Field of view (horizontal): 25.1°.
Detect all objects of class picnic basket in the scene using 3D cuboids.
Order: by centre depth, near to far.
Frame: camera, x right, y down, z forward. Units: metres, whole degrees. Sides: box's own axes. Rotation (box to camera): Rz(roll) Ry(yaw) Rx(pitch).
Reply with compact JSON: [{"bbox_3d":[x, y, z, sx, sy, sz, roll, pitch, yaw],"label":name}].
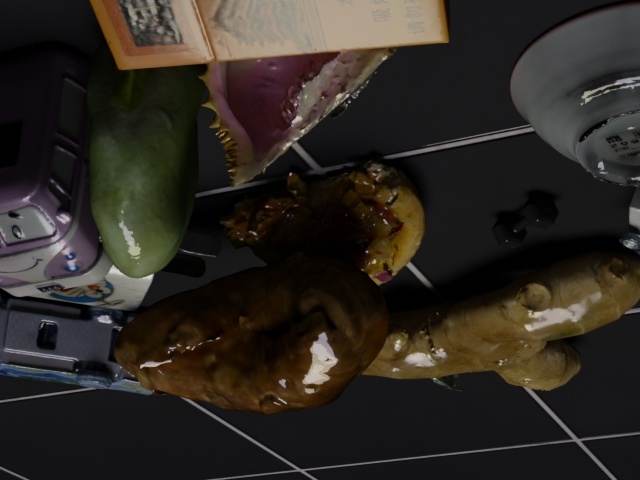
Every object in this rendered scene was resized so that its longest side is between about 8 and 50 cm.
[{"bbox_3d":[0.172,0.172,1.962,0.083,0.065,0.083,2,156,40],"label":"picnic basket"}]

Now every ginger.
[{"bbox_3d":[-0.061,0.108,1.544,0.321,0.165,0.172,-15,162,31],"label":"ginger"},{"bbox_3d":[0.197,0.111,1.770,0.348,0.122,0.363,-3,165,-9],"label":"ginger"}]

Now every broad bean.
[{"bbox_3d":[-0.154,-0.081,1.280,0.100,0.228,0.169,-2,-162,14],"label":"broad bean"}]

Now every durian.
[{"bbox_3d":[-0.011,-0.142,1.227,0.165,0.132,0.182,-1,127,-33],"label":"durian"}]

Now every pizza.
[{"bbox_3d":[0.000,0.000,1.588,0.228,0.081,0.289,7,156,-11],"label":"pizza"}]

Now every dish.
[{"bbox_3d":[0.306,-0.115,1.325,0.260,0.085,0.260,1,155,1],"label":"dish"}]

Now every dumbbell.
[{"bbox_3d":[0.225,-0.021,1.582,0.036,0.040,0.083,41,144,-8],"label":"dumbbell"}]

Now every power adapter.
[{"bbox_3d":[-0.214,0.002,1.553,0.205,0.125,0.130,9,153,-14],"label":"power adapter"}]

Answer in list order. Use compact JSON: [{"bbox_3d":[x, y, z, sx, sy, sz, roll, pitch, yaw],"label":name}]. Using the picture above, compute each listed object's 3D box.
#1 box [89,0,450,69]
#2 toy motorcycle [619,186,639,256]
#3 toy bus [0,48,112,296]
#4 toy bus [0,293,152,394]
[{"bbox_3d":[-0.045,-0.223,1.096,0.274,0.076,0.174,-4,142,10],"label":"box"},{"bbox_3d":[0.402,-0.010,1.537,0.150,0.102,0.221,16,156,19],"label":"toy motorcycle"},{"bbox_3d":[-0.266,-0.061,1.336,0.142,0.202,0.142,-10,150,22],"label":"toy bus"},{"bbox_3d":[-0.367,0.133,1.871,0.329,0.109,0.136,10,164,-15],"label":"toy bus"}]
